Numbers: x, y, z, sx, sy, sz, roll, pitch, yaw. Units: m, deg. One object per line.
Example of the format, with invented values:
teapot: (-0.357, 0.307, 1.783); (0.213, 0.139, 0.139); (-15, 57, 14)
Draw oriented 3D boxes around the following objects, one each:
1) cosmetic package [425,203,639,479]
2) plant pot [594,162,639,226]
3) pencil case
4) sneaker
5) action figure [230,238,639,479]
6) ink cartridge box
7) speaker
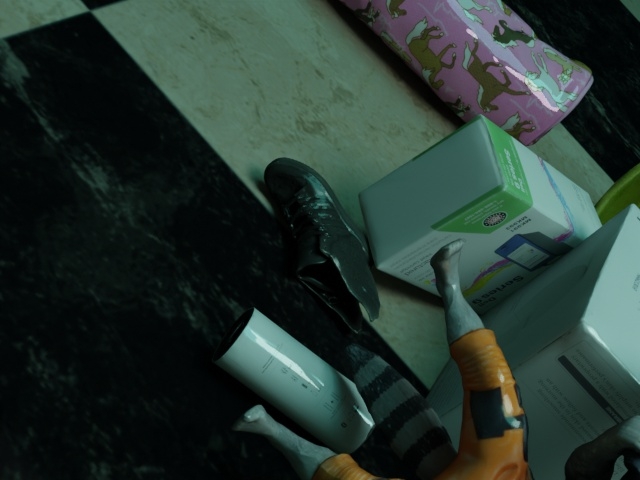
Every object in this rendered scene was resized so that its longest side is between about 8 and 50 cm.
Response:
cosmetic package: (0.221, 0.120, 0.827); (0.138, 0.224, 0.224); (47, 38, -1)
plant pot: (0.525, 0.089, 1.080); (0.353, 0.366, 0.366); (11, 49, -52)
pencil case: (0.161, -0.283, 1.177); (0.386, 0.160, 0.167); (42, 14, -6)
sneaker: (-0.002, 0.001, 0.860); (0.170, 0.051, 0.089); (48, 33, -5)
action figure: (0.157, 0.162, 0.636); (0.341, 0.178, 0.330); (-37, 79, -15)
ink cartridge box: (0.167, -0.013, 0.920); (0.212, 0.154, 0.093); (24, 44, -45)
speaker: (-0.019, 0.114, 0.744); (0.136, 0.055, 0.055); (38, 39, -12)
